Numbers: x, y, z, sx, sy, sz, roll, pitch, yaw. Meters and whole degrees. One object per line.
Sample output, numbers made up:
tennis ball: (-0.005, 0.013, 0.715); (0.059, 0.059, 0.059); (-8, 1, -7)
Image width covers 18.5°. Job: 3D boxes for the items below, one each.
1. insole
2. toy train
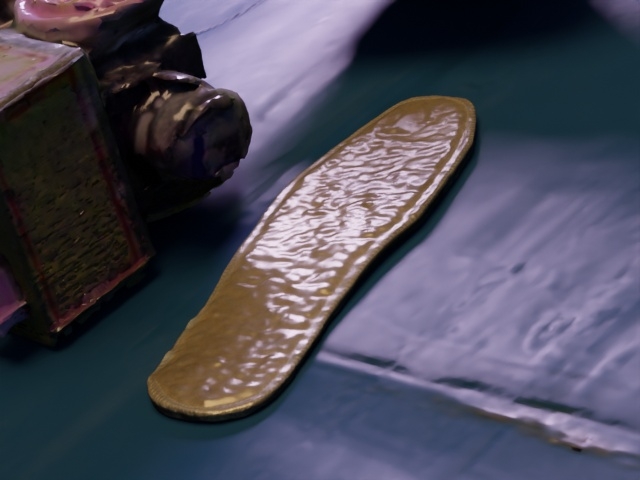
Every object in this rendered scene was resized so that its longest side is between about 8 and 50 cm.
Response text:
insole: (0.000, 0.000, 0.877); (0.081, 0.011, 0.248); (4, 36, 29)
toy train: (-0.159, -0.064, 0.935); (0.261, 0.134, 0.177); (16, 43, 42)
